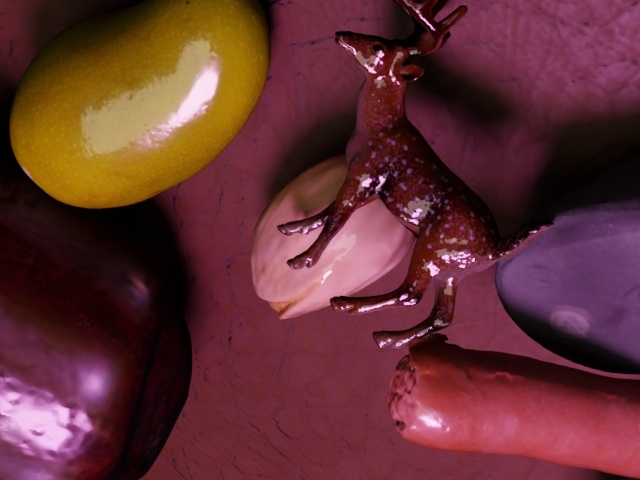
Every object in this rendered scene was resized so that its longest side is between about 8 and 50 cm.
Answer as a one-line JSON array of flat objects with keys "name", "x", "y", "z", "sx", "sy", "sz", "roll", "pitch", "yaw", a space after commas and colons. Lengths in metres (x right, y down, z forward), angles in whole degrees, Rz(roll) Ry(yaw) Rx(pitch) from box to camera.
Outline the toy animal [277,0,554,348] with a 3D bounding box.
[{"name": "toy animal", "x": 0.073, "y": -0.067, "z": 1.336, "sx": 0.243, "sy": 0.087, "sz": 0.260, "roll": 44, "pitch": 105, "yaw": 5}]

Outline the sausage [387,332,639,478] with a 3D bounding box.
[{"name": "sausage", "x": 0.262, "y": 0.158, "z": 1.360, "sx": 0.419, "sy": 0.094, "sz": 0.094, "roll": 11, "pitch": 159, "yaw": -7}]

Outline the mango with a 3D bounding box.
[{"name": "mango", "x": -0.159, "y": -0.134, "z": 1.471, "sx": 0.293, "sy": 0.143, "sz": 0.175, "roll": -32, "pitch": 99, "yaw": 32}]

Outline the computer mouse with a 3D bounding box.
[{"name": "computer mouse", "x": 0.307, "y": 0.001, "z": 1.297, "sx": 0.371, "sy": 0.122, "sz": 0.188, "roll": -14, "pitch": 130, "yaw": 45}]

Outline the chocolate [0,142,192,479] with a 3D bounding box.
[{"name": "chocolate", "x": -0.298, "y": 0.113, "z": 1.591, "sx": 0.331, "sy": 0.383, "sz": 0.383, "roll": 29, "pitch": 134, "yaw": 5}]

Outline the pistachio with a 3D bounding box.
[{"name": "pistachio", "x": 0.000, "y": 0.000, "z": 1.470, "sx": 0.117, "sy": 0.145, "sz": 0.200, "roll": 47, "pitch": 135, "yaw": -11}]

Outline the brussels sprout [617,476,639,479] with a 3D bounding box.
[{"name": "brussels sprout", "x": 0.330, "y": 0.323, "z": 1.439, "sx": 0.259, "sy": 0.294, "sz": 0.227, "roll": 40, "pitch": 147, "yaw": 1}]
